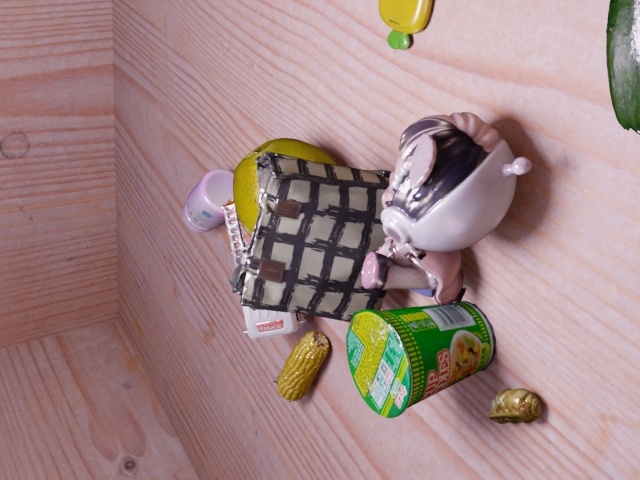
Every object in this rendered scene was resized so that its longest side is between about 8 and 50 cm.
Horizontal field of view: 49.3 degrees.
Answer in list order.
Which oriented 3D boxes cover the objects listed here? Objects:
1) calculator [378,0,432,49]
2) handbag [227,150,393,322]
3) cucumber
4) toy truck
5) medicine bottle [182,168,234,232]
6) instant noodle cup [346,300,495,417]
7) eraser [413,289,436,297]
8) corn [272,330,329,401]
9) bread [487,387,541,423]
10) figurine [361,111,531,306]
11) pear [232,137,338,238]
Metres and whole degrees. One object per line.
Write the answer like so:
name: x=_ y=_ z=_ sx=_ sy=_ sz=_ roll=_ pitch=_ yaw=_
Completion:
calculator: x=0.163 y=-0.481 z=1.335 sx=0.146 sy=0.032 sz=0.235 roll=41 pitch=133 yaw=47
handbag: x=0.000 y=0.000 z=1.437 sx=0.162 sy=0.326 sz=0.325 roll=37 pitch=117 yaw=58
cucumber: x=0.423 y=-0.283 z=0.900 sx=0.145 sy=0.105 sz=0.326 roll=33 pitch=131 yaw=50
toy truck: x=-0.151 y=0.069 z=1.853 sx=0.207 sy=0.173 sz=0.388 roll=-49 pitch=-52 yaw=-83
medicine bottle: x=-0.346 y=-0.119 z=2.224 sx=0.254 sy=0.152 sz=0.152 roll=-33 pitch=72 yaw=58
instant noodle cup: x=0.197 y=0.203 z=1.328 sx=0.207 sy=0.232 sz=0.207 roll=29 pitch=125 yaw=54
eraser: x=0.178 y=0.056 z=1.503 sx=0.225 sy=0.036 sz=0.082 roll=19 pitch=118 yaw=56
corn: x=-0.050 y=0.346 z=1.945 sx=0.106 sy=0.106 sz=0.293 roll=58 pitch=141 yaw=31
bread: x=0.352 y=0.302 z=1.273 sx=0.066 sy=0.060 sz=0.110 roll=60 pitch=150 yaw=0
figurine: x=0.216 y=-0.062 z=1.235 sx=0.210 sy=0.253 sz=0.361 roll=19 pitch=138 yaw=7
pear: x=-0.069 y=-0.103 z=1.632 sx=0.294 sy=0.294 sz=0.294 roll=29 pitch=125 yaw=53
